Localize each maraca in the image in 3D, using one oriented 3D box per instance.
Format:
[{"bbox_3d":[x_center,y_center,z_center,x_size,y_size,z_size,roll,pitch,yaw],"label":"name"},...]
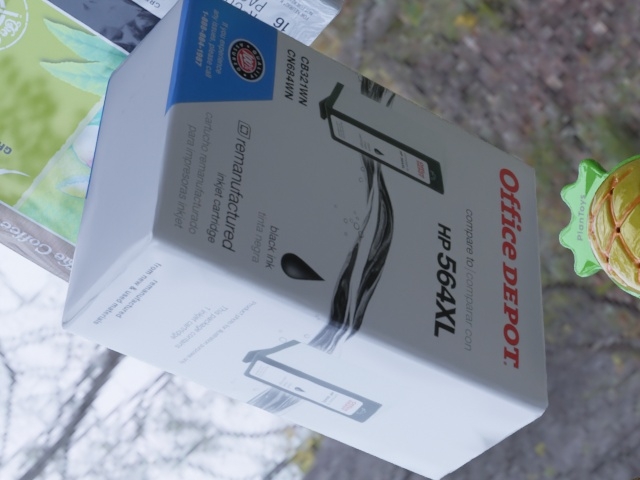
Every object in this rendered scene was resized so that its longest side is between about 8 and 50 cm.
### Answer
[{"bbox_3d":[0.273,-0.013,1.346,0.099,0.127,0.186,1,-174,-36],"label":"maraca"}]

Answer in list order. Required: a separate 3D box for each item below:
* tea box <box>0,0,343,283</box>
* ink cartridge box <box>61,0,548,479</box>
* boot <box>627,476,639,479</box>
[{"bbox_3d":[-0.139,-0.204,1.092,0.220,0.323,0.329,31,-141,-17],"label":"tea box"},{"bbox_3d":[0.000,0.000,0.710,0.203,0.086,0.148,24,-132,-25],"label":"ink cartridge box"},{"bbox_3d":[0.276,0.358,1.422,0.295,0.104,0.211,105,154,-61],"label":"boot"}]
